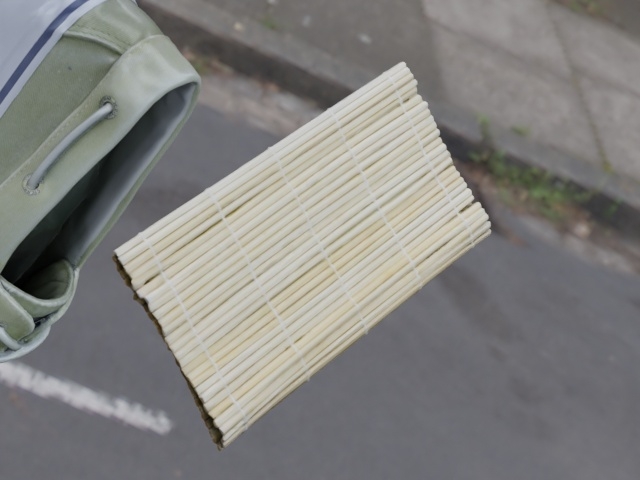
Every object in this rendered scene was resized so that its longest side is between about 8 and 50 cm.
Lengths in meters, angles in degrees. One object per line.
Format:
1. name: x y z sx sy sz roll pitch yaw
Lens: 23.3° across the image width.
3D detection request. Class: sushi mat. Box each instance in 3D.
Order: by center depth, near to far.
1. sushi mat: 0.000 0.000 1.099 0.316 0.019 0.151 -36 99 -38

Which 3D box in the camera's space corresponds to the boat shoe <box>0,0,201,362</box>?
1. boat shoe: -0.165 0.009 0.745 0.094 0.302 0.109 41 24 19
